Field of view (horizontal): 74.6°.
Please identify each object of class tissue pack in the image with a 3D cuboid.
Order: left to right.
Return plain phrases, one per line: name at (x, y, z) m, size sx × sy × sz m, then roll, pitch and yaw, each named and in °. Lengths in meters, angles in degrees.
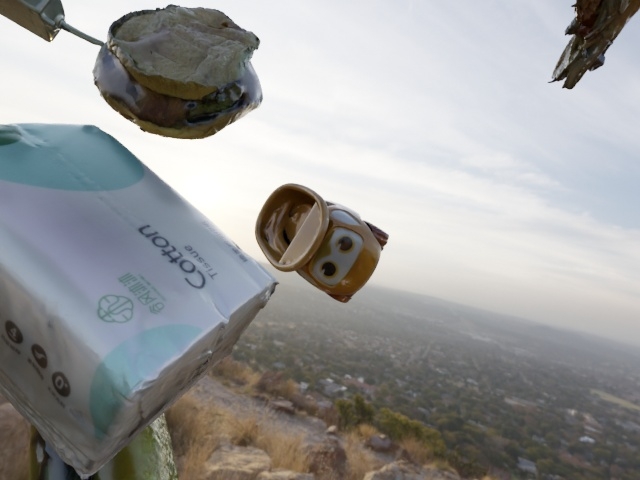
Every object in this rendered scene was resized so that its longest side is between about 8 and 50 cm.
tissue pack at (-0.266, 0.028, 0.485) m, size 0.357 × 0.193 × 0.266 m, roll 39°, pitch 26°, yaw 7°

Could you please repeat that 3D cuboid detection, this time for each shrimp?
shrimp at (0.225, -0.200, 0.313) m, size 0.099 × 0.180 × 0.041 m, roll -16°, pitch 51°, yaw -26°

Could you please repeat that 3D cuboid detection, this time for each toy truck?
toy truck at (0.000, 0.000, 1.001) m, size 0.212 × 0.204 × 0.288 m, roll 23°, pitch 12°, yaw -47°

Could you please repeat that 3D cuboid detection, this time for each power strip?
power strip at (-0.344, -0.281, 0.494) m, size 0.175 × 0.042 × 0.075 m, roll 29°, pitch -15°, yaw -19°

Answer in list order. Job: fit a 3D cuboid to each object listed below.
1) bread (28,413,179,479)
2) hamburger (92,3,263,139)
bread at (-0.361, 0.387, 0.719) m, size 0.209 × 0.251 × 0.376 m, roll -17°, pitch 46°, yaw -24°
hamburger at (-0.241, -0.298, 0.747) m, size 0.266 × 0.134 × 0.285 m, roll 37°, pitch 51°, yaw 19°
